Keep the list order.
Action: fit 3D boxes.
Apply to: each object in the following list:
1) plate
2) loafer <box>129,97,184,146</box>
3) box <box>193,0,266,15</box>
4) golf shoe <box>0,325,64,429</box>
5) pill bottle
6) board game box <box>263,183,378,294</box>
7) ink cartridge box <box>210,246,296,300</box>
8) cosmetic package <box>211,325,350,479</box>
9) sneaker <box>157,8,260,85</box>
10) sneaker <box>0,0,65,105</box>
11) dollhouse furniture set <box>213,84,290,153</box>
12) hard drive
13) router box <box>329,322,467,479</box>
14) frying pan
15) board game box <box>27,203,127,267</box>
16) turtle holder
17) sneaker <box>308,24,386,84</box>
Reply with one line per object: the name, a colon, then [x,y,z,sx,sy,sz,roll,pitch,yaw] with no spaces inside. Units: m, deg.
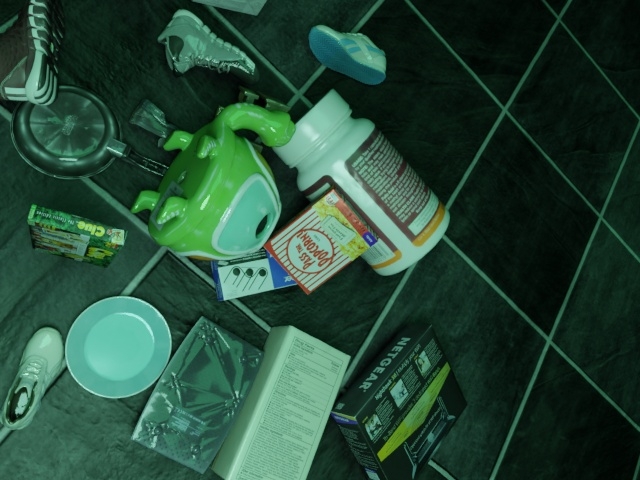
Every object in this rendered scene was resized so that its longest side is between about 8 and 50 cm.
plate: [-0.379,0.200,0.987,0.188,0.024,0.188,5,78,-27]
loafer: [-0.318,-0.217,1.090,0.170,0.062,0.061,41,87,-11]
box: [-0.214,-0.694,1.215,0.169,0.087,0.290,0,80,-27]
golf shoe: [-0.488,0.233,0.890,0.069,0.086,0.176,19,70,-21]
pill bottle: [0.089,-0.130,1.181,0.392,0.224,0.224,47,63,-12]
board game box: [0.000,0.000,1.093,0.193,0.045,0.147,-39,103,15]
ink cartridge box: [-0.128,0.062,1.131,0.207,0.046,0.097,-10,86,-29]
cosmetic package: [-0.077,0.347,1.063,0.160,0.113,0.310,32,67,-19]
sneaker: [-0.255,-0.387,1.144,0.228,0.086,0.132,36,70,-5]
sneaker: [-0.575,-0.377,0.962,0.162,0.106,0.282,-4,66,-7]
dollhouse furniture set: [-0.173,-0.266,1.185,0.144,0.123,0.151,16,108,-24]
hard drive: [-0.237,0.298,1.023,0.172,0.054,0.255,34,66,-18]
router box: [0.186,0.372,1.163,0.309,0.081,0.243,-38,110,-36]
frying pan: [-0.442,-0.172,1.020,0.326,0.053,0.197,44,65,-10]
board game box: [-0.411,0.001,0.876,0.136,0.259,0.030,15,73,-23]
turtle holder: [-0.194,-0.110,1.029,0.227,0.243,0.320,31,61,-35]
sneaker: [0.069,-0.485,1.328,0.228,0.087,0.092,20,64,-30]
